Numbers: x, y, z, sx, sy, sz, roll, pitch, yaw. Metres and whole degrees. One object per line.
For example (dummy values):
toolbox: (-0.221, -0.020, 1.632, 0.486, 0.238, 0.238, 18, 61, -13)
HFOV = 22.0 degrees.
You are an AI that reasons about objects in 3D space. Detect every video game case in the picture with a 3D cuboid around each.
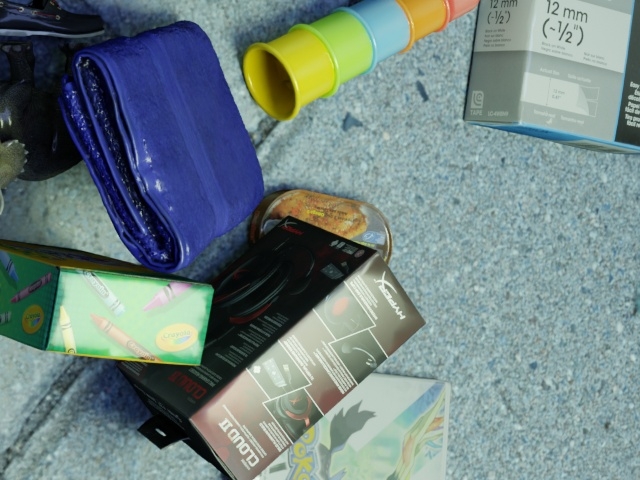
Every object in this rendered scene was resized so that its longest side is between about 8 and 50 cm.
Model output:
video game case: (0.027, 0.317, 1.942, 0.300, 0.036, 0.329, 9, 81, -37)

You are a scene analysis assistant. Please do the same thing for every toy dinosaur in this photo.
toy dinosaur: (-0.297, -0.122, 1.671, 0.313, 0.121, 0.160, -15, 109, -66)

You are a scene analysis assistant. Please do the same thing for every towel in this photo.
towel: (-0.158, -0.101, 1.671, 0.308, 0.076, 0.227, -43, 113, -70)

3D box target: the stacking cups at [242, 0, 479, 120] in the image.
stacking cups: (0.057, -0.248, 1.908, 0.316, 0.096, 0.096, -33, 112, -30)

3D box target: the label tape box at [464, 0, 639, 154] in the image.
label tape box: (0.329, -0.297, 2.080, 0.249, 0.115, 0.347, 8, 91, -35)

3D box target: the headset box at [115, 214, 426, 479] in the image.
headset box: (-0.068, 0.121, 1.758, 0.293, 0.218, 0.110, -41, 116, -13)

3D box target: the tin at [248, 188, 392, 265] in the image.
tin: (0.000, 0.000, 1.925, 0.190, 0.040, 0.106, 11, 84, -35)

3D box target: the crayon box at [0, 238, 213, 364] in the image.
crayon box: (-0.248, 0.054, 1.607, 0.165, 0.278, 0.081, 8, 92, -36)

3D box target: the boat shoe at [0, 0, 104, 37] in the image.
boat shoe: (-0.283, -0.230, 1.696, 0.133, 0.049, 0.042, 0, 103, -31)
